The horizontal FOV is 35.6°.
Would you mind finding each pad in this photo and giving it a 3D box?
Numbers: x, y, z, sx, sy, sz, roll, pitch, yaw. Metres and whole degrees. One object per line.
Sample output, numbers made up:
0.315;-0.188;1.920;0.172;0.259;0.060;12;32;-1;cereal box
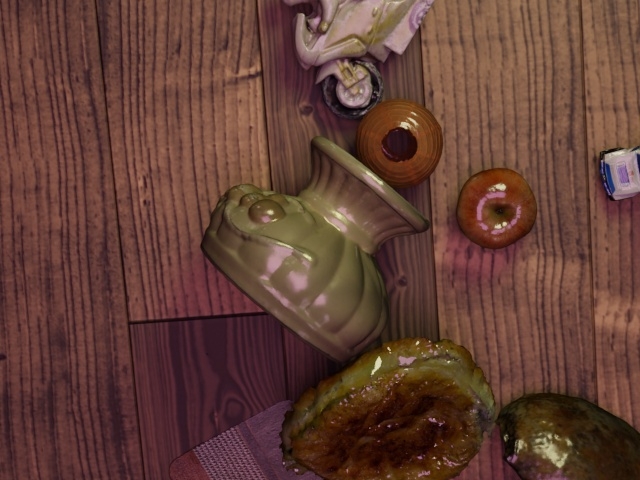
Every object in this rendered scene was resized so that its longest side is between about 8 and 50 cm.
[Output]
-0.151;0.318;1.609;0.249;0.055;0.323;-30;114;5;pad

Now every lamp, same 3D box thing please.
0.119;-0.146;1.507;0.136;0.136;0.137;0;98;1;lamp

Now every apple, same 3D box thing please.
0.267;-0.050;1.530;0.125;0.102;0.126;-1;101;-4;apple

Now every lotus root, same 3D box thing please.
0.431;0.356;1.551;0.314;0.210;0.142;35;108;-17;lotus root

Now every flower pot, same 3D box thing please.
0.000;0.000;1.447;0.307;0.307;0.244;39;89;-4;flower pot

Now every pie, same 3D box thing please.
0.099;0.279;1.511;0.288;0.103;0.355;25;123;-29;pie

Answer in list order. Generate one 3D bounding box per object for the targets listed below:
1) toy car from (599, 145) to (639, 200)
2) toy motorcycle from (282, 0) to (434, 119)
0.518;-0.116;1.532;0.170;0.070;0.080;-14;96;4;toy car
0.053;-0.365;1.490;0.222;0.108;0.341;28;104;-8;toy motorcycle
